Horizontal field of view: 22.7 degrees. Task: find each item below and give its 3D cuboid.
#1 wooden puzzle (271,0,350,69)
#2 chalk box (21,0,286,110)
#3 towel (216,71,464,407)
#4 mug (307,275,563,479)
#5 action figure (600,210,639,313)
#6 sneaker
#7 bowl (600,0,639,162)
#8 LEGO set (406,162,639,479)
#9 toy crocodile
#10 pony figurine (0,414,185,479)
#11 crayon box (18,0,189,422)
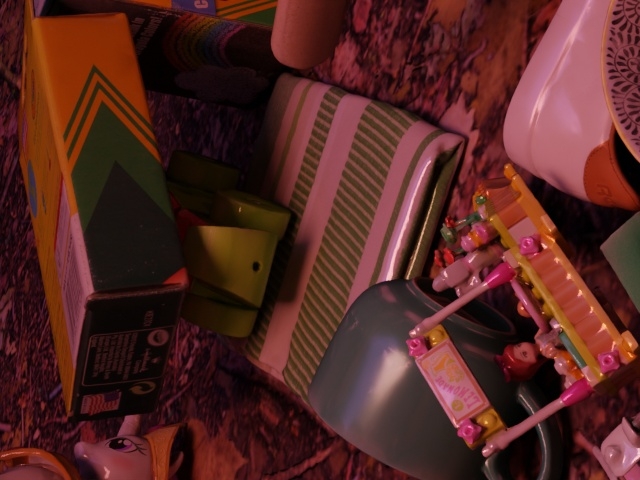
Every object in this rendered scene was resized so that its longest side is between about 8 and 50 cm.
[{"bbox_3d":[0.074,-0.317,1.000,0.322,0.080,0.348,105,-175,-53],"label":"wooden puzzle"},{"bbox_3d":[-0.166,-0.251,1.427,0.180,0.289,0.179,141,135,-62],"label":"chalk box"},{"bbox_3d":[0.000,0.000,1.296,0.325,0.038,0.248,27,101,65],"label":"towel"},{"bbox_3d":[0.082,0.088,1.011,0.129,0.158,0.097,-88,23,-77],"label":"mug"},{"bbox_3d":[0.220,0.074,0.770,0.137,0.063,0.232,-26,45,26],"label":"action figure"},{"bbox_3d":[0.213,-0.151,0.898,0.123,0.106,0.290,35,113,43],"label":"sneaker"},{"bbox_3d":[0.234,-0.094,0.798,0.170,0.080,0.170,-7,79,37],"label":"bowl"},{"bbox_3d":[0.106,0.041,0.927,0.107,0.132,0.287,-35,39,7],"label":"LEGO set"},{"bbox_3d":[-0.112,-0.007,1.364,0.340,0.105,0.115,38,110,64],"label":"toy crocodile"},{"bbox_3d":[-0.224,0.288,1.333,0.303,0.363,0.351,-40,60,40],"label":"pony figurine"},{"bbox_3d":[-0.186,-0.040,1.301,0.202,0.081,0.318,110,149,-55],"label":"crayon box"}]
